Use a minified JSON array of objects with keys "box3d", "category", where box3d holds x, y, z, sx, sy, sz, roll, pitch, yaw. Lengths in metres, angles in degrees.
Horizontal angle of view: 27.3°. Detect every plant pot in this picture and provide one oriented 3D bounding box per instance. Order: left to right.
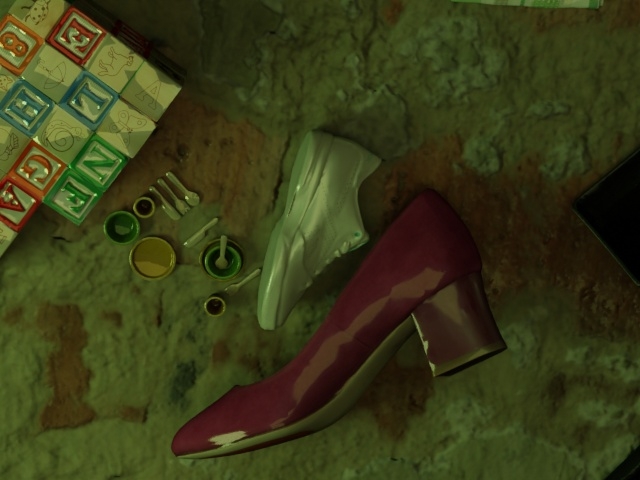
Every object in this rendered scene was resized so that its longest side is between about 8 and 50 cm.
[{"box3d":[0.394,-0.005,1.303,0.187,0.188,0.167,-40,118,9],"category":"plant pot"}]

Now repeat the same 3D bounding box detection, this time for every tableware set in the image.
[{"box3d":[-0.144,0.013,1.355,0.104,0.024,0.154,-38,106,9],"category":"tableware set"}]

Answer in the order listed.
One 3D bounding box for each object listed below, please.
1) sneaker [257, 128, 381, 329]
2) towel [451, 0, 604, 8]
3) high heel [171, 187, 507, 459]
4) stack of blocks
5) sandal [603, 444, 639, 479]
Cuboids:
[{"box3d":[0.000,0.000,1.332,0.094,0.080,0.212,17,104,-12],"category":"sneaker"},{"box3d":[0.205,-0.282,1.280,0.152,0.023,0.113,1,106,-3],"category":"towel"},{"box3d":[-0.004,0.097,1.369,0.377,0.127,0.181,-23,77,9],"category":"high heel"},{"box3d":[-0.286,-0.091,1.282,0.171,0.087,0.297,37,102,-13],"category":"stack of blocks"},{"box3d":[0.379,0.308,1.427,0.168,0.107,0.445,27,104,-10],"category":"sandal"}]
